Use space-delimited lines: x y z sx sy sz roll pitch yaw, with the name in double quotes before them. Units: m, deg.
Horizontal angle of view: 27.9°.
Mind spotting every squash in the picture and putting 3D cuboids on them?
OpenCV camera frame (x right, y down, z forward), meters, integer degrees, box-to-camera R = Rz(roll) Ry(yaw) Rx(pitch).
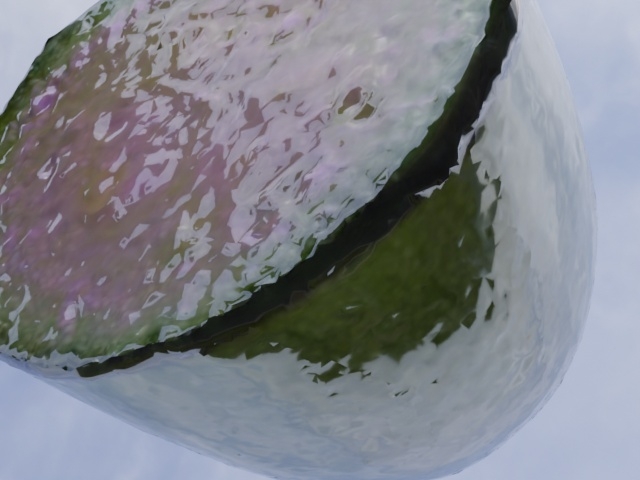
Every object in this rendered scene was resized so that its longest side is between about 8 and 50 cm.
"squash" 0.016 0.024 0.677 0.310 0.310 0.309 -39 -52 -4
